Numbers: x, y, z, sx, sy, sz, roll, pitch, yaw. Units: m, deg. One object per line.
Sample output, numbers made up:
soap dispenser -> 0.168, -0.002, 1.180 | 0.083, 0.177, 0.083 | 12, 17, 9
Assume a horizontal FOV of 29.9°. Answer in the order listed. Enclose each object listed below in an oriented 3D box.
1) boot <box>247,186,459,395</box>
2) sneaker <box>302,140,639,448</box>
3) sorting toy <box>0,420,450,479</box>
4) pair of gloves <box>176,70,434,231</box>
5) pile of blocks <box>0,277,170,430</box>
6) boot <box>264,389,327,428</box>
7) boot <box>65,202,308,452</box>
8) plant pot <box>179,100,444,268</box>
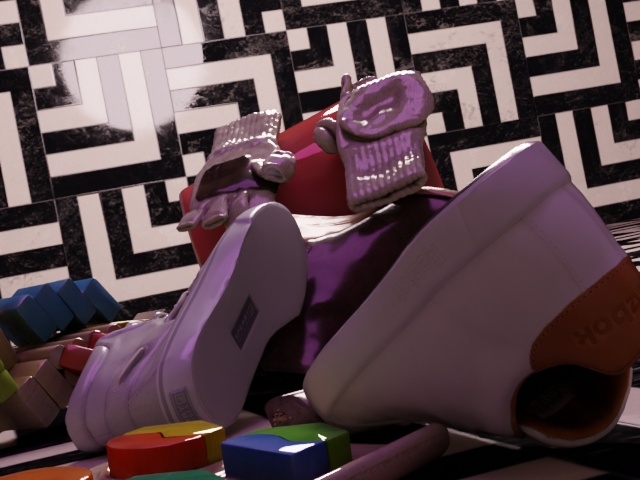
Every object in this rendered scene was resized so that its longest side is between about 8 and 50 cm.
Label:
boot -> 0.029, 0.052, 1.009 | 0.248, 0.090, 0.207 | -4, 39, 18
sneaker -> 0.074, 0.069, 0.602 | 0.106, 0.123, 0.290 | -38, -9, -22
sorting toy -> -0.072, 0.113, 0.550 | 0.208, 0.038, 0.193 | -11, 0, 35
pair of gloves -> -0.011, -0.087, 1.103 | 0.240, 0.042, 0.204 | -14, 35, 19
pile of blocks -> -0.232, 0.087, 0.997 | 0.112, 0.149, 0.362 | -11, -1, 39
boot -> 0.000, 0.103, 0.795 | 0.114, 0.037, 0.106 | -17, 2, -38
boot -> -0.099, 0.059, 0.896 | 0.123, 0.095, 0.258 | -15, 22, 24
plant pot -> 0.000, 0.000, 1.235 | 0.243, 0.275, 0.275 | -21, 1, -2
